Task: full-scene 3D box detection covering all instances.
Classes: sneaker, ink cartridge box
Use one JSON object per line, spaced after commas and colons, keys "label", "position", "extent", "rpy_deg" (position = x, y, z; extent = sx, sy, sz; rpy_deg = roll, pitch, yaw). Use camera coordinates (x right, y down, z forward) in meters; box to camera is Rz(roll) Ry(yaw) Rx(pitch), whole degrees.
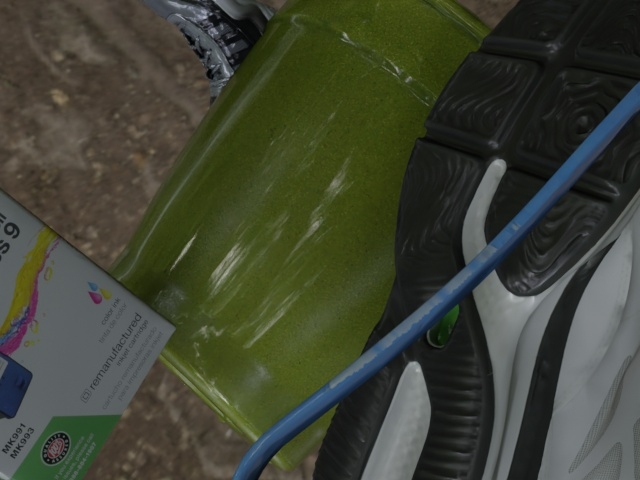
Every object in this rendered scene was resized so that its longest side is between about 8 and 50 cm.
{"label": "sneaker", "position": [0.180, 0.038, 0.730], "extent": [0.169, 0.258, 0.447], "rpy_deg": [26, 93, 48]}
{"label": "sneaker", "position": [-0.111, -0.191, 1.163], "extent": [0.269, 0.101, 0.153], "rpy_deg": [26, 86, -18]}
{"label": "ink cartridge box", "position": [-0.228, 0.060, 0.723], "extent": [0.093, 0.154, 0.212], "rpy_deg": [4, 146, 52]}

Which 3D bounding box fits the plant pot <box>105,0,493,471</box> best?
{"label": "plant pot", "position": [0.000, 0.000, 0.962], "extent": [0.366, 0.366, 0.353], "rpy_deg": [44, 78, -1]}

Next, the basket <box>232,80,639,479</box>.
{"label": "basket", "position": [0.148, 0.102, 0.343], "extent": [0.255, 0.201, 0.289], "rpy_deg": [-44, 70, -4]}
